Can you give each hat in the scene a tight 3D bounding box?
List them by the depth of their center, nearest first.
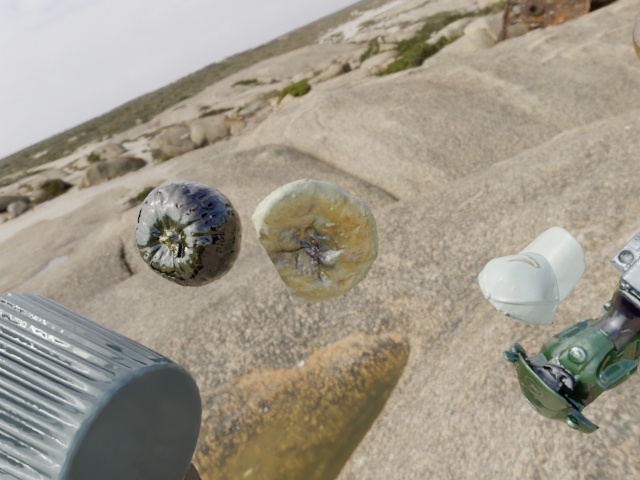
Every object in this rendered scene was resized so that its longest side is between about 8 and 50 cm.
[{"bbox_3d":[0.641,0.087,1.540,0.301,0.168,0.258,-53,41,18],"label":"hat"}]

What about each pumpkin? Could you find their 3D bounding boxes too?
[{"bbox_3d":[-0.286,-0.016,1.096,0.237,0.238,0.159,-21,8,12],"label":"pumpkin"}]

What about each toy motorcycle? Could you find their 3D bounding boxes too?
[{"bbox_3d":[0.322,0.110,0.574,0.187,0.275,0.125,5,34,-42],"label":"toy motorcycle"}]

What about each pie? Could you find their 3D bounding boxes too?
[{"bbox_3d":[0.000,-0.002,0.802,0.185,0.218,0.052,-26,23,10],"label":"pie"}]

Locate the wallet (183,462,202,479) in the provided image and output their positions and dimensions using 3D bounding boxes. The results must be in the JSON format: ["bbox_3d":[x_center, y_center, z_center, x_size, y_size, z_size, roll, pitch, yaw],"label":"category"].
[{"bbox_3d":[-0.301,0.432,0.985,0.044,0.171,0.321,-32,24,-33],"label":"wallet"}]

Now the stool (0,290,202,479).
[{"bbox_3d":[-0.374,0.251,0.733,0.329,0.297,0.297,11,37,26],"label":"stool"}]

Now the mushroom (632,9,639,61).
[{"bbox_3d":[0.638,-0.405,0.941,0.094,0.072,0.210,20,87,26],"label":"mushroom"}]
